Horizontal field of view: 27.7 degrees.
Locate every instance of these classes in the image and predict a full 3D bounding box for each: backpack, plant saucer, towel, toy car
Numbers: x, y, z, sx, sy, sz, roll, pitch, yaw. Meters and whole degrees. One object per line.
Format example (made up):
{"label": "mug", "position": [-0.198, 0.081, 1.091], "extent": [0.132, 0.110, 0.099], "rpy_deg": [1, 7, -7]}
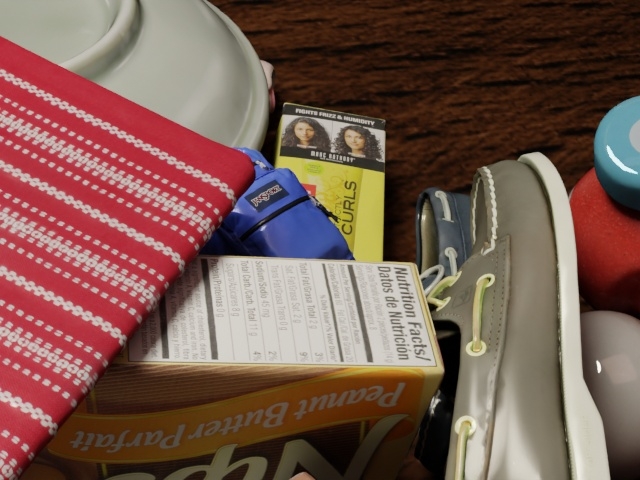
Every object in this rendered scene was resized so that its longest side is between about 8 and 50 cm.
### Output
{"label": "backpack", "position": [-0.043, -0.001, 0.807], "extent": [0.098, 0.101, 0.120], "rpy_deg": [-31, 73, -39]}
{"label": "plant saucer", "position": [-0.236, -0.130, 0.923], "extent": [0.400, 0.100, 0.400], "rpy_deg": [2, 42, -1]}
{"label": "towel", "position": [-0.173, -0.002, 0.643], "extent": [0.199, 0.031, 0.275], "rpy_deg": [26, 45, 8]}
{"label": "toy car", "position": [0.195, 0.069, 0.869], "extent": [0.238, 0.219, 0.210], "rpy_deg": [-37, 61, -9]}

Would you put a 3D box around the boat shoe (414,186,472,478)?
{"label": "boat shoe", "position": [0.083, 0.052, 0.885], "extent": [0.079, 0.095, 0.254], "rpy_deg": [17, 46, 0]}

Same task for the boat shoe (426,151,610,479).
{"label": "boat shoe", "position": [0.102, 0.064, 0.744], "extent": [0.091, 0.109, 0.305], "rpy_deg": [-1, 48, 2]}

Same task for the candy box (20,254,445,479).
{"label": "candy box", "position": [-0.110, 0.096, 0.719], "extent": [0.316, 0.183, 0.087], "rpy_deg": [2, 46, -15]}

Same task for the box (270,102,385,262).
{"label": "box", "position": [0.000, 0.000, 0.937], "extent": [0.087, 0.058, 0.232], "rpy_deg": [10, 45, -5]}

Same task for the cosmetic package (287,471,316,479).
{"label": "cosmetic package", "position": [0.031, 0.276, 0.620], "extent": [0.296, 0.129, 0.153], "rpy_deg": [40, 47, 22]}

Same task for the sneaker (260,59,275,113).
{"label": "sneaker", "position": [-0.076, -0.110, 1.031], "extent": [0.070, 0.051, 0.134], "rpy_deg": [19, 39, 10]}
